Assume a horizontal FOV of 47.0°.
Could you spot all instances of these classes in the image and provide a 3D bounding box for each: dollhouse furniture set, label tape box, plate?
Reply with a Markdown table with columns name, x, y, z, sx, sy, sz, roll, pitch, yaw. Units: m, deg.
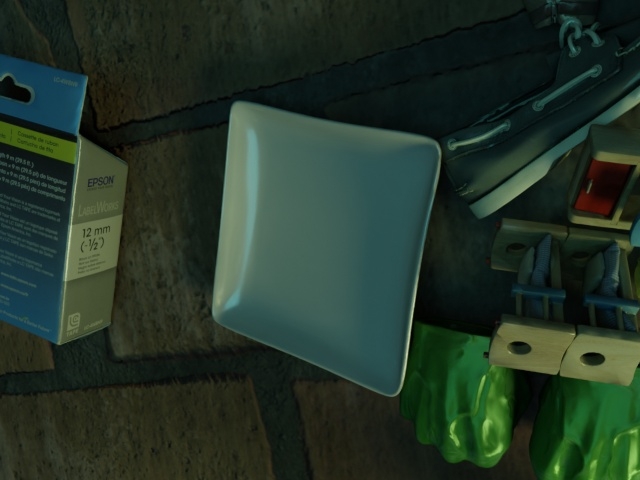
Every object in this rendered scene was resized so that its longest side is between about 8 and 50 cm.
| name | x | y | z | sx | sy | sz | roll | pitch | yaw |
| --- | --- | --- | --- | --- | --- | --- | --- | --- | --- |
| dollhouse furniture set | 0.221 | 0.012 | 0.633 | 0.129 | 0.129 | 0.183 | 7 | 137 | 6 |
| label tape box | -0.390 | -0.068 | 0.984 | 0.249 | 0.115 | 0.347 | 17 | 104 | 22 |
| plate | 0.000 | 0.000 | 0.824 | 0.278 | 0.045 | 0.277 | 17 | 107 | 34 |

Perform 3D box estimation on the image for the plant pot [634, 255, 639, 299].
| name | x | y | z | sx | sy | sz | roll | pitch | yaw |
| --- | --- | --- | --- | --- | --- | --- | --- | --- | --- |
| plant pot | 0.336 | 0.036 | 0.676 | 0.079 | 0.083 | 0.083 | -4 | 98 | 38 |

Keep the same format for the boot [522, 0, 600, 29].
| name | x | y | z | sx | sy | sz | roll | pitch | yaw |
| --- | --- | --- | --- | --- | --- | --- | --- | --- | --- |
| boot | 0.247 | -0.244 | 0.683 | 0.119 | 0.042 | 0.087 | -2 | 105 | 27 |

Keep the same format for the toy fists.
| name | x | y | z | sx | sy | sz | roll | pitch | yaw |
| --- | --- | --- | --- | --- | --- | --- | --- | --- | --- |
| toy fists | 0.212 | 0.170 | 0.750 | 0.279 | 0.096 | 0.142 | 9 | 94 | 26 |

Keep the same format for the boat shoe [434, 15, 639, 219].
| name | x | y | z | sx | sy | sz | roll | pitch | yaw |
| --- | --- | --- | --- | --- | --- | --- | --- | --- | --- |
| boat shoe | 0.235 | -0.147 | 0.663 | 0.319 | 0.116 | 0.099 | -42 | 85 | 31 |
